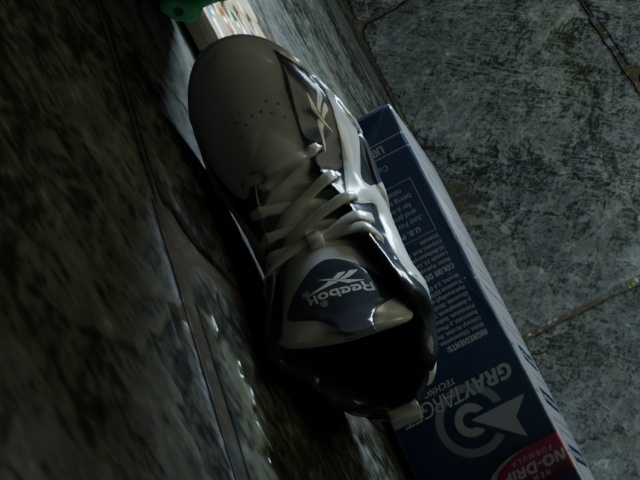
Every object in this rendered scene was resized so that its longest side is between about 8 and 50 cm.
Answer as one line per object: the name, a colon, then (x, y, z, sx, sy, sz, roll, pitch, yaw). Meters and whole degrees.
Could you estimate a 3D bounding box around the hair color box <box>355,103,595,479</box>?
hair color box: (0.097, 0.090, 0.912, 0.347, 0.105, 0.174, 64, 9, 19)

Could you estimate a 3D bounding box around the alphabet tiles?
alphabet tiles: (-0.082, -0.187, 1.011, 0.278, 0.021, 0.284, 62, 9, 0)

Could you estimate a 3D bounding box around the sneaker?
sneaker: (0.000, 0.000, 0.657, 0.153, 0.094, 0.235, -118, -172, -80)

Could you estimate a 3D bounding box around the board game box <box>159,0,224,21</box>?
board game box: (-0.024, -0.323, 0.658, 0.390, 0.389, 0.050, 56, 36, -32)
